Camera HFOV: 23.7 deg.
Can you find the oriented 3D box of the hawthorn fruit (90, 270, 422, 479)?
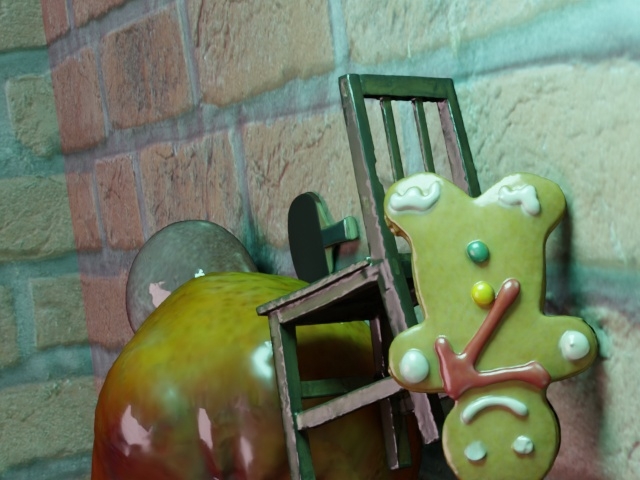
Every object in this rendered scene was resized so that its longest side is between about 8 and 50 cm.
[{"bbox_3d":[-0.083,0.261,2.032,0.472,0.471,0.472,171,90,-69],"label":"hawthorn fruit"}]

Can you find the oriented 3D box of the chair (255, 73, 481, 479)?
[{"bbox_3d":[0.062,0.046,1.762,0.240,0.203,0.416,-27,71,45],"label":"chair"}]

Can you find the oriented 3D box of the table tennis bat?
[{"bbox_3d":[0.000,0.000,2.225,0.274,0.021,0.154,158,102,-70],"label":"table tennis bat"}]

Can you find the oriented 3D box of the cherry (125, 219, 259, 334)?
[{"bbox_3d":[-0.195,0.108,2.502,0.307,0.221,0.261,45,145,28],"label":"cherry"}]

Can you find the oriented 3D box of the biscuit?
[{"bbox_3d":[0.175,0.094,1.562,0.047,0.215,0.340,41,-132,-80],"label":"biscuit"}]
